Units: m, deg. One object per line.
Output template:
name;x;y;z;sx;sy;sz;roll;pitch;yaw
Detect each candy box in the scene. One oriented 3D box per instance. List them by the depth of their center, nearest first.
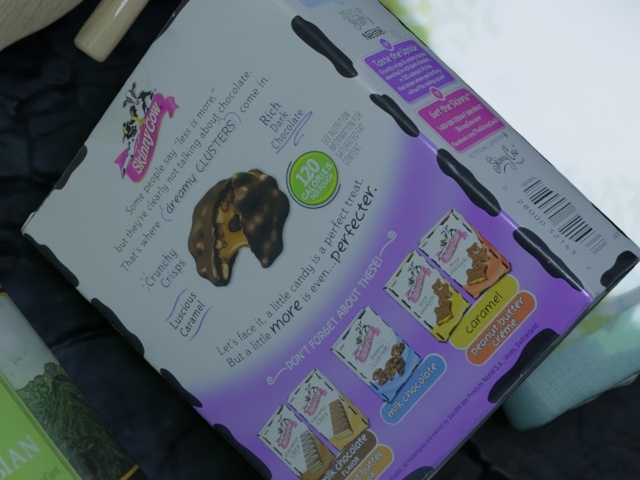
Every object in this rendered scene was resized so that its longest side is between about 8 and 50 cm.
candy box;0.000;0.000;0.697;0.196;0.070;0.165;45;121;9

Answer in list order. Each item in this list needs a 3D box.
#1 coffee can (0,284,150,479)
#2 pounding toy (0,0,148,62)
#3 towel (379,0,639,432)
coffee can;-0.194;0.088;0.672;0.201;0.201;0.275;-37;90;-3
pounding toy;-0.125;-0.153;0.647;0.269;0.155;0.154;-28;118;28
towel;0.168;-0.141;0.751;0.374;0.090;0.320;-29;86;-3
